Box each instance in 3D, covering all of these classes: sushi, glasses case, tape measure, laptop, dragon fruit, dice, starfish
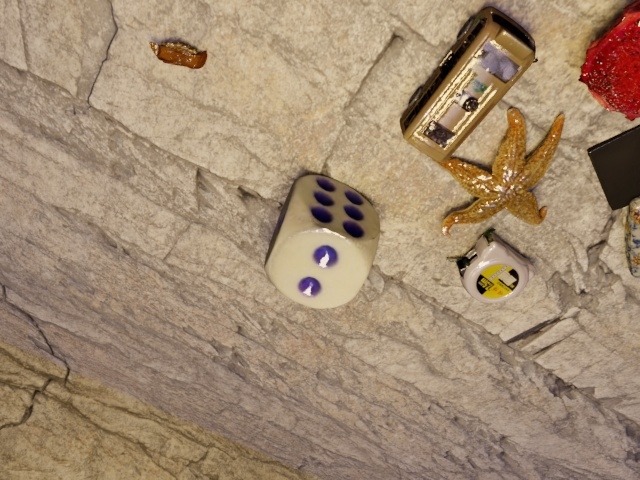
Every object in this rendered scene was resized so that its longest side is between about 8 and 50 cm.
[{"bbox_3d":[-0.329,-0.433,0.933,0.121,0.052,0.055,13,126,1],"label":"sushi"},{"bbox_3d":[0.822,-0.006,1.015,0.087,0.065,0.247,-15,123,16],"label":"glasses case"},{"bbox_3d":[0.476,0.082,1.125,0.196,0.105,0.178,37,116,-17],"label":"tape measure"},{"bbox_3d":[0.729,-0.171,0.949,0.135,0.016,0.197,-28,118,26],"label":"laptop"},{"bbox_3d":[0.627,-0.346,0.768,0.189,0.163,0.262,-45,114,2],"label":"dragon fruit"},{"bbox_3d":[0.000,0.000,1.058,0.243,0.259,0.251,21,125,-7],"label":"dice"},{"bbox_3d":[0.443,-0.133,0.980,0.375,0.094,0.327,-38,109,25],"label":"starfish"}]

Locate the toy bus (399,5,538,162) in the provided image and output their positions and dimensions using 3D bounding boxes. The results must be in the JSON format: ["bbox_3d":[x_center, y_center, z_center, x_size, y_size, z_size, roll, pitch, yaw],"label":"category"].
[{"bbox_3d":[0.297,-0.314,0.836,0.140,0.157,0.289,31,125,-12],"label":"toy bus"}]
